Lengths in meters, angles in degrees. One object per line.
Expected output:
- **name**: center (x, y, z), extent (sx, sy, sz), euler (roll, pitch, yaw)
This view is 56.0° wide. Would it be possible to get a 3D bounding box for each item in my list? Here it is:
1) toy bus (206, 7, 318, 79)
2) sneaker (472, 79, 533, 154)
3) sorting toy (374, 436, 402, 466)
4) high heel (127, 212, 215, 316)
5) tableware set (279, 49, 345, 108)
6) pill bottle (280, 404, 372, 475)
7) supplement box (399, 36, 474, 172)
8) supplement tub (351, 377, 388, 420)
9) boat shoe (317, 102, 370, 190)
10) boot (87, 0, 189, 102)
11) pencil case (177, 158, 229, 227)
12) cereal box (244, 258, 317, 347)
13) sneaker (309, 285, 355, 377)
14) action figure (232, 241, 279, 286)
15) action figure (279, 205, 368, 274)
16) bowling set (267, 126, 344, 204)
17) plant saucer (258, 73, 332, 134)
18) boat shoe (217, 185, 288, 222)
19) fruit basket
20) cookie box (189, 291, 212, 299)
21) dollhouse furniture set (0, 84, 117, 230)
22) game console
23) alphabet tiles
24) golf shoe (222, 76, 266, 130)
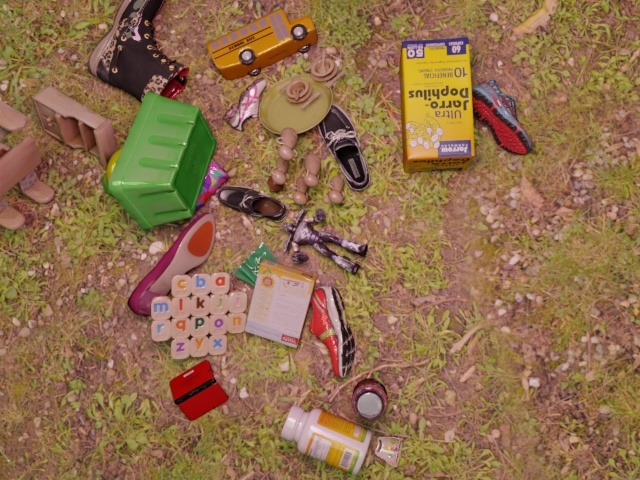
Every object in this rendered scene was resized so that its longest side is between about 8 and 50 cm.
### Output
- **toy bus**: center (-0.181, -0.628, 1.918), extent (0.333, 0.108, 0.130), euler (-25, 81, 3)
- **sneaker**: center (0.569, -0.381, 1.825), extent (0.125, 0.104, 0.262), euler (-44, 97, -24)
- **sorting toy**: center (0.202, 0.619, 1.791), extent (0.075, 0.045, 0.083), euler (11, 86, 13)
- **high heel**: center (-0.475, 0.065, 1.886), extent (0.181, 0.127, 0.377), euler (13, 65, 41)
- **tableware set**: center (-0.031, -0.506, 1.875), extent (0.194, 0.039, 0.128), euler (-42, 58, -8)
- **pill bottle**: center (0.015, 0.576, 1.762), extent (0.246, 0.136, 0.136), euler (21, 86, 7)
- **supplement box**: center (0.342, -0.398, 1.803), extent (0.194, 0.195, 0.356), euler (-3, 84, 5)
- **supplement tub**: center (0.143, 0.458, 1.732), extent (0.106, 0.198, 0.105), euler (0, 84, 4)
- **boat shoe**: center (0.067, -0.299, 1.862), extent (0.113, 0.105, 0.306), euler (-19, 82, 3)
- **boot**: center (-0.539, -0.618, 1.933), extent (0.284, 0.138, 0.377), euler (38, 92, 9)
- **pencil case**: center (-0.395, -0.152, 1.891), extent (0.104, 0.104, 0.236), euler (43, 88, 8)
- **cereal box**: center (-0.120, 0.192, 1.811), extent (0.173, 0.047, 0.240), euler (18, 112, 6)
- **sneaker**: center (0.026, 0.278, 1.826), extent (0.119, 0.107, 0.278), euler (-15, 79, 22)
- **action figure**: center (-0.140, 0.131, 1.859), extent (0.232, 0.063, 0.137), euler (43, 88, 1)
- **action figure**: center (0.000, 0.000, 1.844), extent (0.285, 0.099, 0.185), euler (24, 96, 11)
- **bowling set**: center (-0.075, -0.175, 1.822), extent (0.287, 0.154, 0.200), euler (40, 119, -23)
- **plant saucer**: center (-0.074, -0.417, 1.885), extent (0.241, 0.037, 0.240), euler (-8, 59, 14)
- **boat shoe**: center (-0.217, -0.123, 1.885), extent (0.233, 0.079, 0.084), euler (18, 88, 8)
- **fruit basket**: center (-0.530, -0.227, 1.808), extent (0.393, 0.283, 0.391), euler (-6, 58, 10)
- **cookie box**: center (-0.362, 0.162, 1.861), extent (0.107, 0.092, 0.040), euler (-28, 80, 2)
- **dollhouse furniture set**: center (-0.853, -0.248, 1.826), extent (0.257, 0.362, 0.394), euler (29, 58, 9)
- **game console**: center (-0.378, 0.465, 1.871), extent (0.144, 0.085, 0.124), euler (-31, 51, 1)
- **alphabet tiles**: center (-0.364, 0.226, 1.812), extent (0.284, 0.021, 0.277), euler (-3, 111, -20)
- **golf shoe**: center (-0.227, -0.438, 1.930), extent (0.086, 0.067, 0.186), euler (38, 90, -17)
